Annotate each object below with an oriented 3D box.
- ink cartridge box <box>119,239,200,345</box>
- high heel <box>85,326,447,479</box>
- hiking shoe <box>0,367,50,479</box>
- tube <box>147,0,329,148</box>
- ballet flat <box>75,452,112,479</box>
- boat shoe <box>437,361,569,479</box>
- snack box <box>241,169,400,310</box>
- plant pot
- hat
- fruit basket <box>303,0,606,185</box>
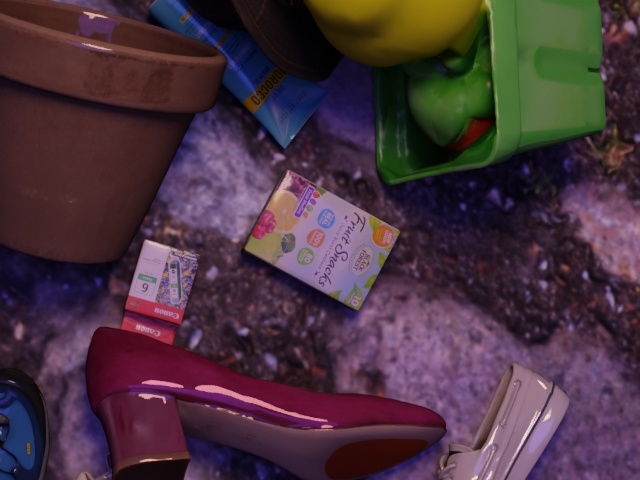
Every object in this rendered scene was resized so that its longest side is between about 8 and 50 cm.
[{"bbox_3d":[-0.173,0.062,1.456,0.063,0.029,0.115,16,84,-8],"label":"ink cartridge box"},{"bbox_3d":[-0.053,0.156,1.444,0.377,0.127,0.181,2,50,-25],"label":"high heel"},{"bbox_3d":[-0.347,0.275,1.363,0.113,0.132,0.304,19,82,-8],"label":"hiking shoe"},{"bbox_3d":[-0.091,-0.196,1.477,0.207,0.052,0.080,41,83,-10],"label":"tube"},{"bbox_3d":[-0.222,0.254,1.435,0.168,0.057,0.052,-30,64,-13],"label":"ballet flat"},{"bbox_3d":[0.168,0.250,1.478,0.084,0.095,0.258,35,72,-2],"label":"boat shoe"},{"bbox_3d":[0.000,0.000,1.483,0.141,0.037,0.100,29,84,-7],"label":"snack box"},{"bbox_3d":[-0.241,-0.104,1.362,0.263,0.263,0.229,12,102,-8],"label":"plant pot"},{"bbox_3d":[-0.084,-0.314,1.411,0.134,0.331,0.331,-7,88,31],"label":"hat"},{"bbox_3d":[0.099,-0.246,1.380,0.392,0.283,0.392,2,86,-26],"label":"fruit basket"}]
